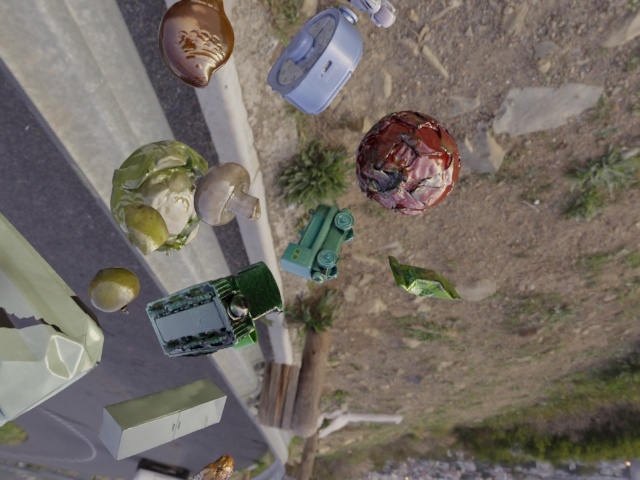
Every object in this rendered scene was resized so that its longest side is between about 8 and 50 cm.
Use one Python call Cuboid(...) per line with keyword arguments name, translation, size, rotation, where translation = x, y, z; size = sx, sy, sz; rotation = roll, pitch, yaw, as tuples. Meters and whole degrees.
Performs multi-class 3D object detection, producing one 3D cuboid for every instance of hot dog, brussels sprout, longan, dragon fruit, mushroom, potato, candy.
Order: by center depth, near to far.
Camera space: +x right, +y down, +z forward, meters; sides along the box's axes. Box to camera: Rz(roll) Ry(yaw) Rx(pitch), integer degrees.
Cuboid(name="hot dog", translation=(-0.185, 0.403, 0.836), size=(0.038, 0.062, 0.144), rotation=(56, 141, 16))
Cuboid(name="dragon fruit", translation=(0.195, -0.177, 1.143), size=(0.244, 0.299, 0.244), rotation=(18, 119, 36))
Cuboid(name="mushroom", translation=(-0.265, -0.123, 1.449), size=(0.204, 0.204, 0.204), rotation=(10, 149, 6))
Cuboid(name="potato", translation=(-0.531, -0.044, 1.485), size=(0.081, 0.120, 0.149), rotation=(-31, 114, 5))
Cuboid(name="candy", translation=(0.326, 0.132, 1.557), size=(0.247, 0.149, 0.069), rotation=(13, 121, -17))
Cuboid(name="longan", translation=(-0.680, 0.170, 1.627), size=(0.155, 0.145, 0.176), rotation=(-20, 114, 11))
Cuboid(name="brussels sprout", translation=(-0.623, -0.181, 1.849), size=(0.361, 0.425, 0.342), rotation=(32, -156, 34))

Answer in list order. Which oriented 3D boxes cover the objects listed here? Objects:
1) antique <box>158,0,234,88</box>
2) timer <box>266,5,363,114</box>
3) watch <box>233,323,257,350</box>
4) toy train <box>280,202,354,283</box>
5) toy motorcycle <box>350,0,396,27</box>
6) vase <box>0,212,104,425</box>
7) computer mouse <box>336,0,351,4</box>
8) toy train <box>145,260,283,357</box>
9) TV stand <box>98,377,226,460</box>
Cuboid(name="antique", translation=(-0.374, -0.605, 1.478), size=(0.224, 0.278, 0.129), rotation=(3, -176, -27))
Cuboid(name="timer", translation=(-0.020, -0.650, 1.715), size=(0.173, 0.394, 0.395), rotation=(32, 145, -31))
Cuboid(name="watch", translation=(-0.253, 0.263, 1.582), size=(0.131, 0.165, 0.152), rotation=(-22, 108, 1))
Cuboid(name="toy train", translation=(0.000, 0.000, 1.690), size=(0.194, 0.298, 0.120), rotation=(19, 152, 13))
Cuboid(name="toy motorcycle", translation=(0.133, -0.752, 1.489), size=(0.254, 0.112, 0.112), rotation=(41, 141, -20))
Cuboid(name="vase", translation=(-0.405, 0.025, 0.562), size=(0.360, 0.165, 0.165), rotation=(57, 141, 1))
Cuboid(name="computer mouse", translation=(-0.006, -0.565, 0.836), size=(0.072, 0.310, 0.158), rotation=(-6, -173, 29))
Cuboid(name="toy train", translation=(-0.225, 0.148, 1.025), size=(0.330, 0.178, 0.138), rotation=(-20, 94, 46))
Cuboid(name="TV stand", translation=(-0.352, 0.400, 1.120), size=(0.088, 0.082, 0.270), rotation=(26, -162, 37))
